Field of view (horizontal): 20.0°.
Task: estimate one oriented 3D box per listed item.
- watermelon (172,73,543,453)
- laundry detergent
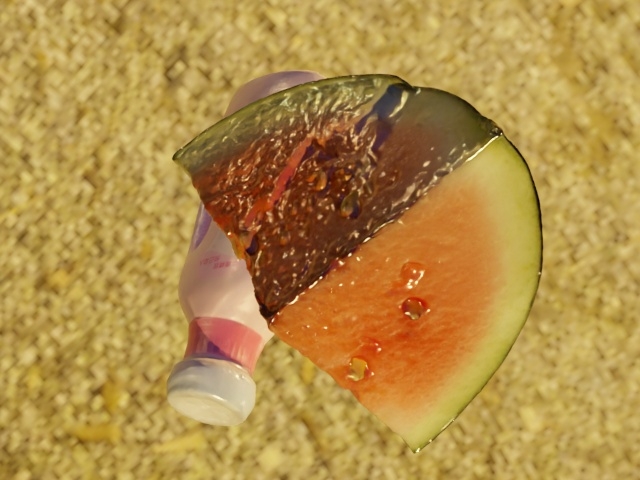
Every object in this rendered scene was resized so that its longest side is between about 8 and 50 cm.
[{"bbox_3d":[0.014,-0.006,0.893,0.137,0.193,0.145,-4,36,-25],"label":"watermelon"},{"bbox_3d":[-0.065,0.005,1.664,0.088,0.159,0.335,35,58,-35],"label":"laundry detergent"}]
